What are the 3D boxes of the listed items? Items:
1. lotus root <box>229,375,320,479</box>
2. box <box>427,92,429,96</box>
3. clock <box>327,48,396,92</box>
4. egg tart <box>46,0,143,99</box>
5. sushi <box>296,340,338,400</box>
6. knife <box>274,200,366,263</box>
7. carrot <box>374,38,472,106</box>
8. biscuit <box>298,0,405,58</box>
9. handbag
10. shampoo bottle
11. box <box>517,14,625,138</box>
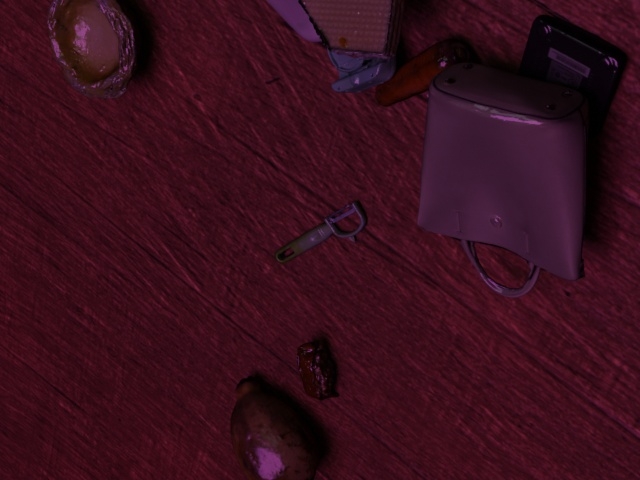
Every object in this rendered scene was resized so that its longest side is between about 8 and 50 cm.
[{"bbox_3d":[-0.086,0.327,2.149,0.214,0.138,0.138,56,138,18],"label":"lotus root"},{"bbox_3d":[0.218,-0.114,1.689,0.109,0.029,0.198,-12,103,45],"label":"box"},{"bbox_3d":[0.047,-0.268,1.728,0.101,0.041,0.135,-18,81,49],"label":"clock"},{"bbox_3d":[-0.344,-0.320,2.040,0.197,0.078,0.197,19,123,32],"label":"egg tart"},{"bbox_3d":[-0.006,0.204,2.052,0.055,0.052,0.120,7,118,39],"label":"sushi"},{"bbox_3d":[0.000,-0.001,1.959,0.212,0.015,0.054,-29,100,46],"label":"knife"},{"bbox_3d":[0.132,-0.216,1.695,0.161,0.055,0.055,-19,100,51],"label":"carrot"},{"bbox_3d":[0.048,-0.351,1.619,0.147,0.046,0.250,8,89,33],"label":"biscuit"},{"bbox_3d":[0.223,-0.052,1.624,0.241,0.109,0.316,21,126,30],"label":"handbag"},{"bbox_3d":[-0.008,-0.320,1.714,0.221,0.051,0.108,51,124,32],"label":"shampoo bottle"},{"bbox_3d":[0.297,-0.195,1.573,0.126,0.027,0.125,32,131,25],"label":"box"}]
